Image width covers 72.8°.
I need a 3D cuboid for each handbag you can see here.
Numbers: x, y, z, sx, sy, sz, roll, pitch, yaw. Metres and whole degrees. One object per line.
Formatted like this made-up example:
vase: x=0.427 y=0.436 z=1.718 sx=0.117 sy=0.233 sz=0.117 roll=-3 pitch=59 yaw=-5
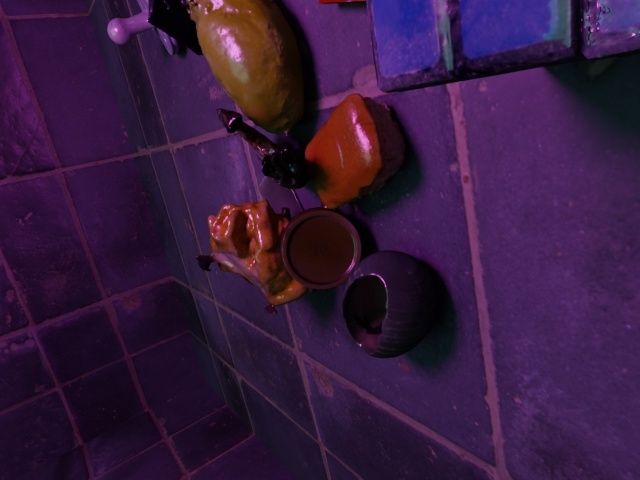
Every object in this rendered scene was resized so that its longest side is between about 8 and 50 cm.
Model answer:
handbag: x=-0.329 y=-0.641 z=1.016 sx=0.118 sy=0.269 sz=0.325 roll=-11 pitch=88 yaw=22

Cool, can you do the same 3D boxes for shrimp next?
shrimp: x=-0.126 y=-0.208 z=0.963 sx=0.272 sy=0.085 sz=0.445 roll=40 pitch=-174 yaw=-14

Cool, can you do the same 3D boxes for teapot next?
teapot: x=0.000 y=0.000 z=1.030 sx=0.175 sy=0.186 sz=0.267 roll=-130 pitch=49 yaw=-82

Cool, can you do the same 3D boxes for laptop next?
laptop: x=-0.100 y=-0.079 z=1.274 sx=0.269 sy=0.015 sz=0.188 roll=63 pitch=149 yaw=9

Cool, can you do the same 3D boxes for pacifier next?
pacifier: x=-0.607 y=-0.730 z=1.475 sx=0.287 sy=0.226 sz=0.238 roll=56 pitch=166 yaw=21

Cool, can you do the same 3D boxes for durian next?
durian: x=-0.146 y=-0.408 z=0.992 sx=0.339 sy=0.204 sz=0.256 roll=52 pitch=167 yaw=12

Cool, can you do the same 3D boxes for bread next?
bread: x=0.062 y=-0.170 z=0.864 sx=0.174 sy=0.121 sz=0.245 roll=65 pitch=153 yaw=4

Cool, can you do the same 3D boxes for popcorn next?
popcorn: x=-0.163 y=0.017 z=1.192 sx=0.316 sy=0.281 sz=0.297 roll=42 pitch=155 yaw=-25

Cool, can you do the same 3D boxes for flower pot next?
flower pot: x=0.139 y=0.131 z=0.891 sx=0.189 sy=0.157 sz=0.243 roll=46 pitch=143 yaw=36

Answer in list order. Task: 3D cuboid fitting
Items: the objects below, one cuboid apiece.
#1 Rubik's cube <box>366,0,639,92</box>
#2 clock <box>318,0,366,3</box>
Rubik's cube: x=0.228 y=-0.305 z=0.346 sx=0.305 sy=0.304 sz=0.301 roll=14 pitch=119 yaw=52
clock: x=0.051 y=-0.477 z=0.754 sx=0.155 sy=0.061 sz=0.113 roll=35 pitch=136 yaw=48
